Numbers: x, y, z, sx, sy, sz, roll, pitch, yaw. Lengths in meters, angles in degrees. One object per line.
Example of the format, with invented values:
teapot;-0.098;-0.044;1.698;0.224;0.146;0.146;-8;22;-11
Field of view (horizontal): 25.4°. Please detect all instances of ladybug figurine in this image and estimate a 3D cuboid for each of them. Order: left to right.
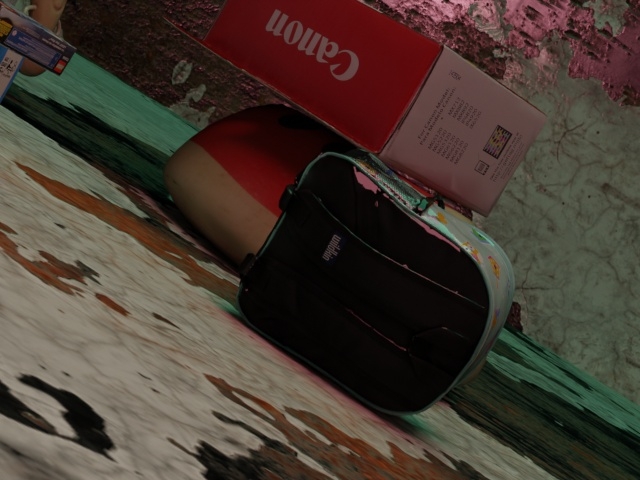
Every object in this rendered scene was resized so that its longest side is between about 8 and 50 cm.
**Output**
ladybug figurine;0.014;-0.016;1.459;0.449;0.162;0.305;36;6;40

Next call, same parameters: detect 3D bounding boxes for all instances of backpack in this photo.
backpack;0.054;0.037;1.102;0.188;0.166;0.144;36;15;20

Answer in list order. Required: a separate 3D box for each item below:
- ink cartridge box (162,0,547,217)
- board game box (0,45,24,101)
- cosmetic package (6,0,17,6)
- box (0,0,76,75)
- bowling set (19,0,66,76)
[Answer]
ink cartridge box;0.032;-0.178;1.464;0.309;0.130;0.271;36;7;40
board game box;-0.407;-0.201;1.026;0.308;0.086;0.302;33;4;8
cosmetic package;-0.495;-0.337;1.763;0.231;0.117;0.085;34;5;8
box;-0.256;-0.176;1.048;0.137;0.027;0.094;34;3;27
bowling set;-0.421;-0.264;1.530;0.199;0.154;0.287;14;-3;27
